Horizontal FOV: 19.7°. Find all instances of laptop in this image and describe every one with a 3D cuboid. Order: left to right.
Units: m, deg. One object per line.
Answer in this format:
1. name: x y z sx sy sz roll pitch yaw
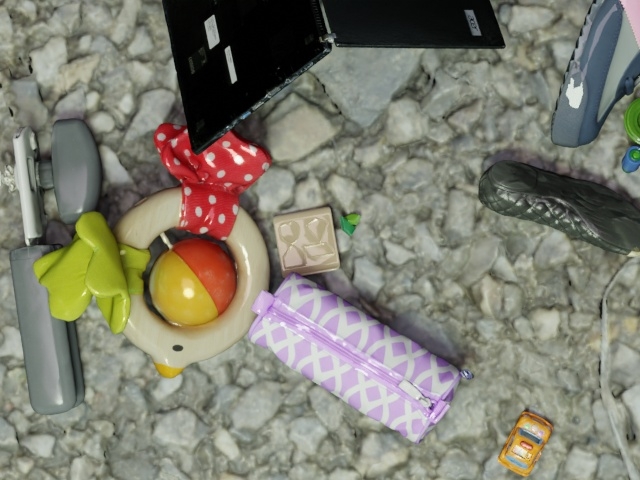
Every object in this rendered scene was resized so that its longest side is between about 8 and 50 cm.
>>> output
1. laptop: 0.001 -0.211 1.682 0.264 0.136 0.234 -36 46 26

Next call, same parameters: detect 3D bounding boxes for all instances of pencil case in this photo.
1. pencil case: 0.033 0.110 1.706 0.206 0.088 0.086 30 100 7

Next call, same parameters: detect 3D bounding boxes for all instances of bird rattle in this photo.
1. bird rattle: -0.133 0.008 1.715 0.253 0.143 0.207 -41 112 -27

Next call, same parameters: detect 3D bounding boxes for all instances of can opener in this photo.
1. can opener: -0.252 0.024 1.747 0.093 0.074 0.280 -4 90 7

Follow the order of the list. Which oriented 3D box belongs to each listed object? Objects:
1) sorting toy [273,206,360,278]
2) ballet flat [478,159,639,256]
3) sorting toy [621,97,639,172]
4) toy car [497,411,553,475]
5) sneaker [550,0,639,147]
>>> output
1. sorting toy: 0.000 0.000 1.747 0.083 0.012 0.062 -10 84 10
2. ballet flat: 0.230 -0.029 1.710 0.173 0.049 0.057 23 60 3
3. sorting toy: 0.307 -0.080 1.699 0.061 0.042 0.102 -18 76 -8
4. toy car: 0.217 0.218 1.706 0.060 0.040 0.122 -45 85 5
5. sneaker: 0.318 -0.213 1.657 0.131 0.112 0.319 26 94 9
